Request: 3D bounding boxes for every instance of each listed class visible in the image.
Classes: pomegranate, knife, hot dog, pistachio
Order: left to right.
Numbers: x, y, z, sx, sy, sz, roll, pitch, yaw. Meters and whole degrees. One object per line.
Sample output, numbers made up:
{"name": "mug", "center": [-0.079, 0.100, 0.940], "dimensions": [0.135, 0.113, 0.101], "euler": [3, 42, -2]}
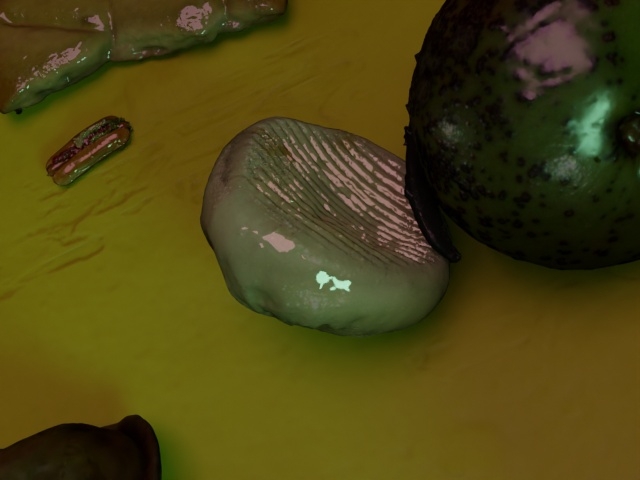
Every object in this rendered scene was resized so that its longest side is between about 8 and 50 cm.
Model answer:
{"name": "pistachio", "center": [-0.190, 0.193, 0.612], "dimensions": [0.165, 0.130, 0.210], "euler": [29, 61, 34]}
{"name": "hot dog", "center": [-0.199, -0.079, 0.800], "dimensions": [0.083, 0.021, 0.037], "euler": [-39, 62, -3]}
{"name": "knife", "center": [0.073, -0.074, 0.679], "dimensions": [0.021, 0.046, 0.222], "euler": [-42, 32, 36]}
{"name": "pomegranate", "center": [0.147, -0.096, 0.621], "dimensions": [0.214, 0.214, 0.248], "euler": [-39, 28, -4]}

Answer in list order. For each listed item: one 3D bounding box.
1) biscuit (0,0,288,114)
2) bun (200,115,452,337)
{"name": "biscuit", "center": [-0.180, -0.213, 0.846], "dimensions": [0.299, 0.045, 0.154], "euler": [-18, 60, 7]}
{"name": "bun", "center": [0.000, 0.000, 0.650], "dimensions": [0.183, 0.102, 0.183], "euler": [18, 41, -17]}
